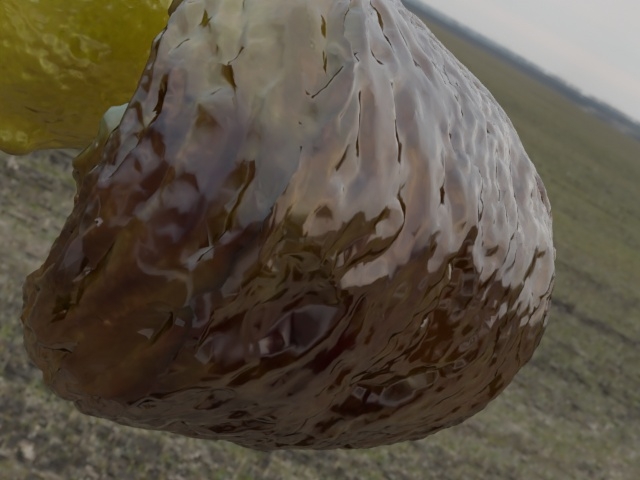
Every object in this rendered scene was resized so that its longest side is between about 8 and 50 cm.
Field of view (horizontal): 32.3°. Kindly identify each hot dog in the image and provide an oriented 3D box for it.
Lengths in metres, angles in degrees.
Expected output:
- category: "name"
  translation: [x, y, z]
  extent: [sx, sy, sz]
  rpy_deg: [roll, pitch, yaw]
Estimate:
- category: "hot dog"
  translation: [0.000, 0.000, 0.604]
  extent: [0.174, 0.267, 0.387]
  rpy_deg: [38, 6, 30]

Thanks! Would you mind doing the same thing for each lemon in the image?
- category: "lemon"
  translation: [-0.178, -0.184, 0.845]
  extent: [0.228, 0.253, 0.228]
  rpy_deg: [42, 0, 0]
